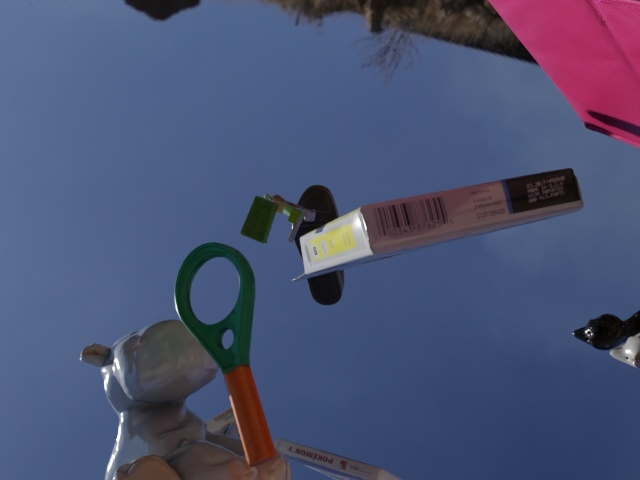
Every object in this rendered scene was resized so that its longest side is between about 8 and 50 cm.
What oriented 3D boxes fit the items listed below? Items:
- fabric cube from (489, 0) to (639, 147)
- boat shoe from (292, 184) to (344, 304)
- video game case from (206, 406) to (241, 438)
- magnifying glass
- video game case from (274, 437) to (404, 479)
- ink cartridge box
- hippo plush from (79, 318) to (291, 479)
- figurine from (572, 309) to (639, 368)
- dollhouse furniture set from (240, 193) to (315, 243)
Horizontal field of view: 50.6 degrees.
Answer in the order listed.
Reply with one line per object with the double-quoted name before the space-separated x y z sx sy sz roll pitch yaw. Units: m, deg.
"fabric cube" 0.325 -0.213 0.519 0.258 0.254 0.259 33 -176 -41
"boat shoe" 0.000 0.000 1.627 0.110 0.307 0.104 2 -154 10
"video game case" -0.199 0.362 1.050 0.026 0.227 0.206 36 -155 19
"magnifying glass" -0.090 0.108 0.678 0.026 0.092 0.231 26 -141 -57
"video game case" 0.053 0.352 1.014 0.201 0.183 0.023 44 -122 -46
"ink cartridge box" 0.135 -0.018 0.926 0.303 0.307 0.072 -13 -91 -21
"hippo plush" -0.169 0.221 0.835 0.234 0.294 0.237 5 -113 -29
"figurine" 0.547 0.159 1.085 0.209 0.092 0.215 -6 -176 -3
"dollhouse furniture set" -0.063 -0.030 0.988 0.076 0.059 0.151 22 -173 11
